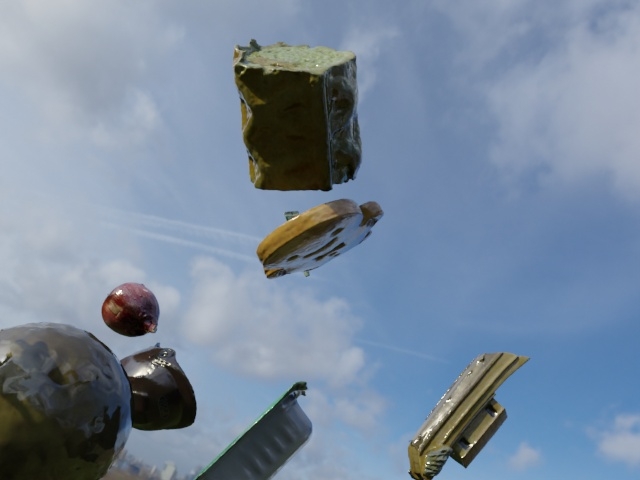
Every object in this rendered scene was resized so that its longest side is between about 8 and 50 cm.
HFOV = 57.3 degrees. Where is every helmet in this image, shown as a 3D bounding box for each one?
[{"bbox_3d":[-0.479,0.418,1.619,0.177,0.225,0.305,-12,12,-32],"label":"helmet"}]

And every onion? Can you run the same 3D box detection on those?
[{"bbox_3d":[-0.527,0.212,1.671,0.194,0.159,0.160,35,-19,28],"label":"onion"}]

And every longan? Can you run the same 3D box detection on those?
[{"bbox_3d":[-0.606,0.372,1.262,0.390,0.391,0.391,20,-26,10],"label":"longan"}]

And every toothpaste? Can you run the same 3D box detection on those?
[{"bbox_3d":[-0.063,0.009,1.716,0.049,0.204,0.031,-7,-16,-28],"label":"toothpaste"}]

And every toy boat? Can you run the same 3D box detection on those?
[{"bbox_3d":[0.402,0.463,1.560,0.162,0.445,0.136,42,-20,10],"label":"toy boat"}]

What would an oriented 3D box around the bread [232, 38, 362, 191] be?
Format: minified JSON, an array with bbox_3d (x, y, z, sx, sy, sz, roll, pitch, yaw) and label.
[{"bbox_3d":[-0.035,-0.226,1.074,0.238,0.196,0.252,5,-62,2],"label":"bread"}]

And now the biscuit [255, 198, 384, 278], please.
[{"bbox_3d":[0.001,0.002,1.160,0.052,0.275,0.355,62,5,11],"label":"biscuit"}]

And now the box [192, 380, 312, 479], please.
[{"bbox_3d":[-0.130,0.471,1.289,0.106,0.336,0.264,43,-16,15],"label":"box"}]
